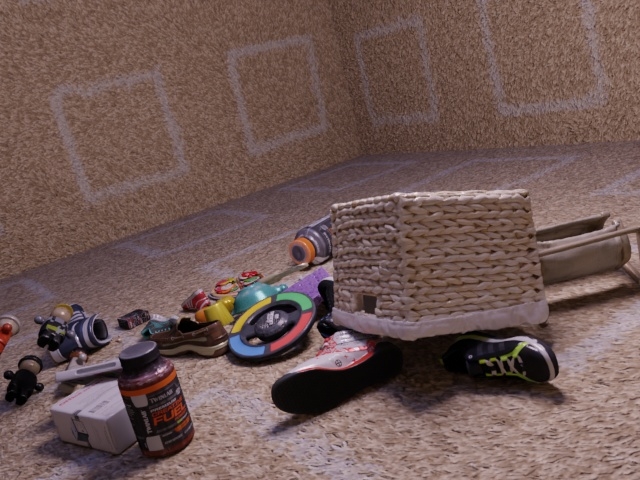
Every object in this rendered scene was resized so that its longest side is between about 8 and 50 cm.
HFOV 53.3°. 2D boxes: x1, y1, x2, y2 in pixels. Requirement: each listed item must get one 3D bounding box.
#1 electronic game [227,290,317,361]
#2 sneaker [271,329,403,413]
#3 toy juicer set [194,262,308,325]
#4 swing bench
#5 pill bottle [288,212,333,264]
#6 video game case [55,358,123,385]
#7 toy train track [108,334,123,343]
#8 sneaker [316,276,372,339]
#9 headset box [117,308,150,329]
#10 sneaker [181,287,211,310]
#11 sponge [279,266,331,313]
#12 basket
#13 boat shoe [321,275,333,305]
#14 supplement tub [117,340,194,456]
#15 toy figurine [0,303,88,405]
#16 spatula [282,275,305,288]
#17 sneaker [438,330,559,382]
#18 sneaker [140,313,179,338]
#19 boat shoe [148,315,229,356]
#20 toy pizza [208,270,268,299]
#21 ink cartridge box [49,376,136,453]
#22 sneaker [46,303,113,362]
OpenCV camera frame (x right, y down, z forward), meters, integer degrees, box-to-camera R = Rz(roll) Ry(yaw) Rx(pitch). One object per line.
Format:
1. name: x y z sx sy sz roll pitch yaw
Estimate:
1. electronic game: -0.115 0.201 1.517 0.230 0.048 0.229 -19 29 11
2. sneaker: 0.013 0.250 1.241 0.270 0.090 0.145 -16 13 -22
3. toy juicer set: -0.195 0.172 1.771 0.329 0.089 0.209 -27 1 -32
4. swing bench: 0.541 0.041 1.394 0.254 0.165 0.254 -14 14 0
5. pill bottle: 0.000 0.000 2.119 0.131 0.130 0.246 -2 19 37
6. video game case: -0.461 0.296 1.436 0.184 0.023 0.201 -13 -17 4
7. toy train track: -0.600 0.280 1.837 0.083 0.014 0.048 -1 19 42
8. sneaker: 0.027 0.162 1.477 0.121 0.079 0.217 -20 36 -28
9. headset box: -0.568 0.239 1.928 0.062 0.032 0.083 1 19 44
10. sneaker: -0.372 0.196 1.914 0.042 0.067 0.118 -33 -6 -46
11. sponge: -0.058 0.153 1.634 0.210 0.031 0.117 -33 28 -7
12. basket: 0.225 0.042 1.292 0.332 0.266 0.328 -3 0 -23
13. boat shoe: 0.076 0.136 1.644 0.228 0.068 0.081 0 39 44
14. supplement tub: -0.306 0.287 1.169 0.106 0.197 0.106 -13 15 4
15. toy figurine: -0.681 0.271 1.548 0.210 0.212 0.148 -14 28 1
16. spatula: -0.080 0.148 1.853 0.168 0.019 0.242 -19 15 -16
17. sneaker: 0.305 0.221 1.121 0.097 0.084 0.235 -29 12 -30
18. sneaker: -0.427 0.248 1.740 0.167 0.064 0.076 -5 33 42
19. boat shoe: -0.337 0.232 1.612 0.258 0.095 0.095 -5 16 30
20. toy pizza: -0.260 0.137 2.030 0.202 0.032 0.201 -13 14 3
21. ink cartridge box: -0.426 0.346 1.288 0.191 0.082 0.140 -5 17 37
22. sneaker: -0.681 0.246 1.851 0.153 0.099 0.282 -22 22 -1
